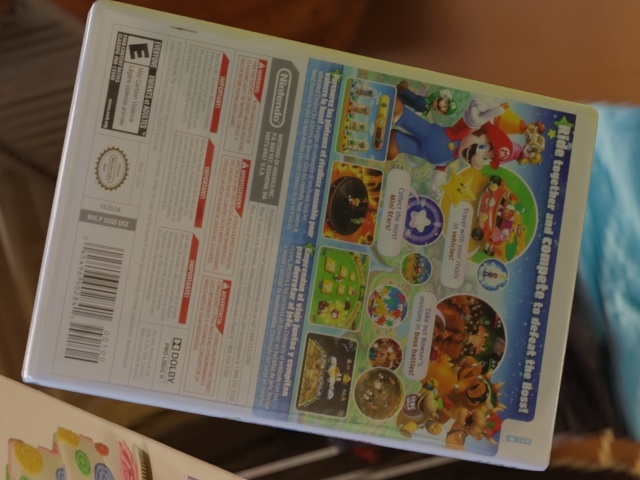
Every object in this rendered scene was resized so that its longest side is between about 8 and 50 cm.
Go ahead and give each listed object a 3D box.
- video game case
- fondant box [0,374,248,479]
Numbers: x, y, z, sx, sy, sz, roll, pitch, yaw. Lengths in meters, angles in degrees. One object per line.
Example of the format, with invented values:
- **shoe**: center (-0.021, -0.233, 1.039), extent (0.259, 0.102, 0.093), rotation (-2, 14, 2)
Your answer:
- **video game case**: center (0.000, 0.000, 0.435), extent (0.122, 0.087, 0.011), rotation (11, 171, -12)
- **fondant box**: center (-0.090, 0.203, 0.749), extent (0.096, 0.238, 0.330), rotation (-11, 162, 13)
